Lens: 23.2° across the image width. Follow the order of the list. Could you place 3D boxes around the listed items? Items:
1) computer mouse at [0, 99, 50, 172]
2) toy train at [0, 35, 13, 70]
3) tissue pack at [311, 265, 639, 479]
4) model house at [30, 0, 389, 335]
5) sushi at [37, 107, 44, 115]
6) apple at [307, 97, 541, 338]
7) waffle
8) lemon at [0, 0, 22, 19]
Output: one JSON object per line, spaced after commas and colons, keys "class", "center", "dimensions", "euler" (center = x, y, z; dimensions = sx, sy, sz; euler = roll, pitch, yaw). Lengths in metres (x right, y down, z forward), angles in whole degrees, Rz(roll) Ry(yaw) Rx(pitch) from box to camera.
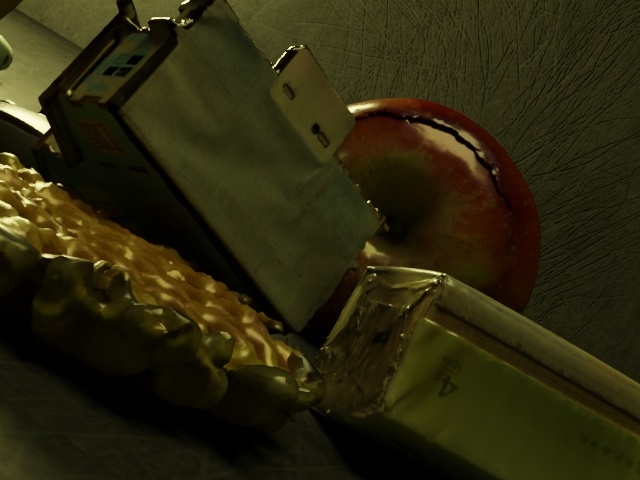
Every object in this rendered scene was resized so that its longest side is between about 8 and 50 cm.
{"class": "computer mouse", "center": [-0.229, -0.070, 1.373], "dimensions": [0.245, 0.056, 0.126], "euler": [32, 4, 24]}
{"class": "toy train", "center": [-0.487, -0.280, 1.924], "dimensions": [0.234, 0.052, 0.051], "euler": [32, 8, 1]}
{"class": "tissue pack", "center": [0.124, 0.120, 1.106], "dimensions": [0.234, 0.125, 0.159], "euler": [30, -9, -18]}
{"class": "model house", "center": [-0.103, -0.068, 1.172], "dimensions": [0.206, 0.178, 0.271], "euler": [6, -37, 50]}
{"class": "sushi", "center": [-0.224, -0.110, 1.487], "dimensions": [0.098, 0.094, 0.084], "euler": [35, 39, 6]}
{"class": "apple", "center": [0.077, -0.007, 1.484], "dimensions": [0.272, 0.251, 0.206], "euler": [19, -3, 9]}
{"class": "waffle", "center": [-0.132, 0.026, 0.946], "dimensions": [0.329, 0.062, 0.329], "euler": [33, 4, -2]}
{"class": "lemon", "center": [-0.442, -0.362, 1.691], "dimensions": [0.297, 0.297, 0.297], "euler": [31, 5, -3]}
